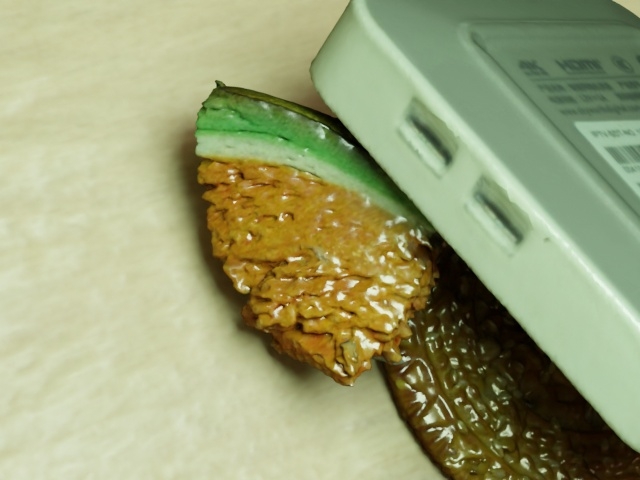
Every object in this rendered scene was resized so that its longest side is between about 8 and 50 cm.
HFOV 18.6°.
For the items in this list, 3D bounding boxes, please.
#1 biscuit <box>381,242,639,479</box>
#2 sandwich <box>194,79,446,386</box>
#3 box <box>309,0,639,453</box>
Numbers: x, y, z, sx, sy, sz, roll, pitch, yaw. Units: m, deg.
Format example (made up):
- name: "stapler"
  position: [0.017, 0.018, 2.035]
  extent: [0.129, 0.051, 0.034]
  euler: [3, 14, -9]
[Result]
- name: "biscuit"
  position: [0.171, 0.065, 1.365]
  extent: [0.305, 0.038, 0.305]
  euler: [12, 61, -23]
- name: "sandwich"
  position: [-0.008, -0.005, 1.270]
  extent: [0.185, 0.109, 0.160]
  euler: [24, 88, 9]
- name: "box"
  position: [0.210, -0.030, 1.287]
  extent: [0.373, 0.090, 0.367]
  euler: [51, 30, 21]
